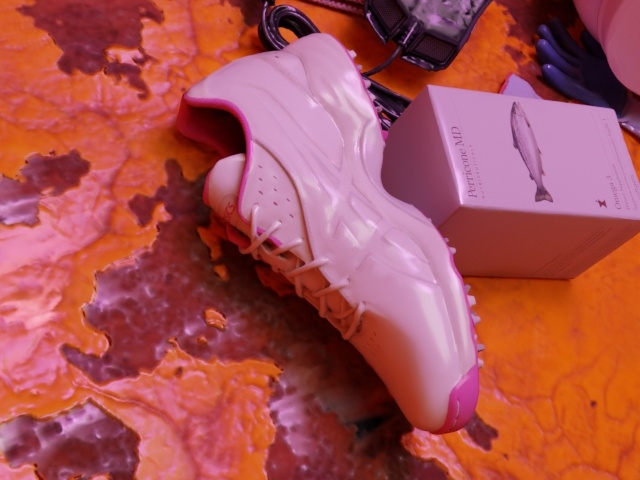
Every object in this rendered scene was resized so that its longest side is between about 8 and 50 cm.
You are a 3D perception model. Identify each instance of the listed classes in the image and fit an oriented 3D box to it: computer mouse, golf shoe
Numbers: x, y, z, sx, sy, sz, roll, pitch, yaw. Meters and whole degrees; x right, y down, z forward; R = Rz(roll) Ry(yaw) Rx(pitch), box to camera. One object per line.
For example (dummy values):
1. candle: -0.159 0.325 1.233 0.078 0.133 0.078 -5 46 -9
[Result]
1. computer mouse: 0.056 -0.216 0.875 0.184 0.060 0.262 32 76 -12
2. golf shoe: 0.000 0.000 0.720 0.140 0.115 0.306 -14 63 -23

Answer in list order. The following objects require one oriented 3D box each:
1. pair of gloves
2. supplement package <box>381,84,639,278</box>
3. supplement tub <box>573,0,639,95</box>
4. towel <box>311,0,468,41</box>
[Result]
1. pair of gloves: 0.239 -0.117 0.966 0.159 0.023 0.198 40 50 -2
2. supplement package: 0.141 -0.040 0.811 0.179 0.105 0.105 2 62 -28
3. supplement tub: 0.338 -0.305 0.991 0.228 0.228 0.316 15 52 -21
4. towel: 0.042 -0.313 0.970 0.199 0.031 0.275 10 58 -23
